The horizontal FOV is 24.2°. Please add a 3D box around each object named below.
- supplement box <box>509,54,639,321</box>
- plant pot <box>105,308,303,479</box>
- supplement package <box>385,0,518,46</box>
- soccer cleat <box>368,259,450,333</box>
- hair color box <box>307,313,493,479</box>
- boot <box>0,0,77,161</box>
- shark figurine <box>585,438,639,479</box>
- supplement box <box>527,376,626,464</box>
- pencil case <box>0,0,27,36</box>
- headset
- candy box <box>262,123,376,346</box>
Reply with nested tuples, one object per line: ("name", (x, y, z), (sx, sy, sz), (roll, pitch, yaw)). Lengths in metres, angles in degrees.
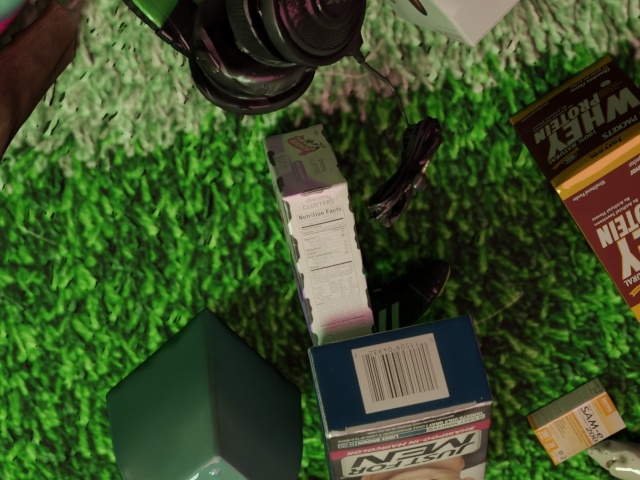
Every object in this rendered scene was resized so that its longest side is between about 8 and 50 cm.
("supplement box", (0.319, -0.058, 1.572), (0.129, 0.194, 0.191), (-33, 116, 8))
("plant pot", (-0.120, 0.229, 1.630), (0.165, 0.234, 0.165), (-41, 114, 11))
("supplement package", (0.094, -0.315, 1.401), (0.149, 0.194, 0.203), (-46, 114, -1))
("soccer cleat", (0.068, 0.076, 1.680), (0.179, 0.060, 0.072), (-41, 113, 15))
("hair color box", (0.089, 0.212, 1.625), (0.173, 0.105, 0.347), (-11, 152, -2))
("boot", (-0.318, -0.116, 1.500), (0.090, 0.248, 0.207), (42, 71, 7))
("shark figurine", (0.468, 0.326, 1.839), (0.166, 0.116, 0.278), (-19, 113, 40))
("supplement box", (0.307, 0.217, 1.792), (0.098, 0.036, 0.062), (-31, 117, 7))
("pencil case", (-0.373, -0.205, 1.460), (0.104, 0.104, 0.236), (31, 108, -20))
("headset", (-0.052, -0.184, 1.416), (0.394, 0.243, 0.185), (34, 66, -12))
("candy box", (0.000, 0.000, 1.573), (0.070, 0.165, 0.196), (-13, 116, -3))
